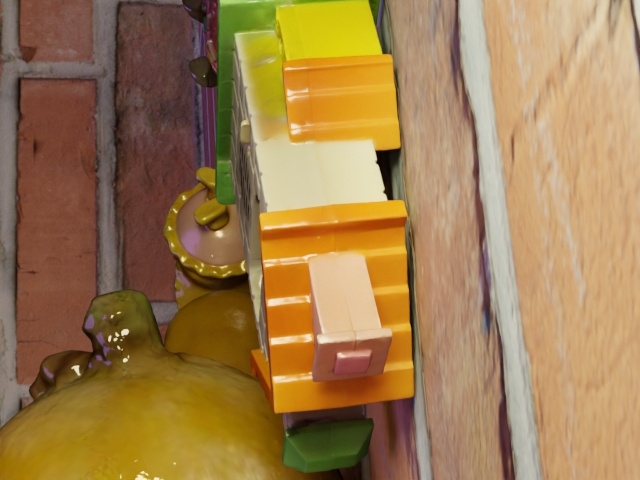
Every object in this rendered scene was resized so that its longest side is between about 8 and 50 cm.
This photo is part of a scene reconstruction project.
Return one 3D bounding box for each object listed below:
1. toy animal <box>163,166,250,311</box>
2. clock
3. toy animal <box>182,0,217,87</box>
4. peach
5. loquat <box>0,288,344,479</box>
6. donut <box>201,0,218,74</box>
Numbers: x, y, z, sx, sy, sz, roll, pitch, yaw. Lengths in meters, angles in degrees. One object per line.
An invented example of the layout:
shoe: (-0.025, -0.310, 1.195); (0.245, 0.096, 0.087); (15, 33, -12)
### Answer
toy animal: (-0.116, 0.011, 1.665); (0.229, 0.156, 0.156); (80, -178, -56)
clock: (0.000, 0.000, 0.919); (0.219, 0.106, 0.255); (97, 164, -55)
toy animal: (-0.115, -0.280, 1.799); (0.101, 0.103, 0.218); (54, -157, -59)
peach: (-0.103, 0.179, 1.566); (0.251, 0.153, 0.251); (4, -90, -82)
loquat: (-0.136, 0.217, 1.102); (0.328, 0.328, 0.359); (-172, 75, -82)
donut: (-0.094, -0.277, 1.601); (0.233, 0.085, 0.199); (134, 133, -81)
